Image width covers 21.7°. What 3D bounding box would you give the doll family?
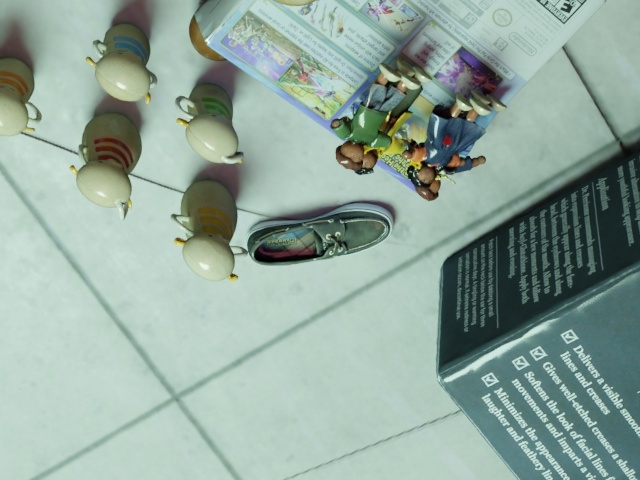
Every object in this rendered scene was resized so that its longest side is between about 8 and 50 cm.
[{"bbox_3d":[0.081,-0.088,1.437,0.193,0.076,0.111,18,112,-31],"label":"doll family"}]

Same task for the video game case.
[{"bbox_3d":[0.071,-0.201,1.438,0.269,0.061,0.244,34,108,-33],"label":"video game case"}]

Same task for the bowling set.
[{"bbox_3d":[-0.147,-0.120,1.446,0.287,0.154,0.200,30,109,-15],"label":"bowling set"}]

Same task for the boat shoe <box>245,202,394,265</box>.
[{"bbox_3d":[0.000,0.000,1.569,0.142,0.040,0.049,-9,114,1],"label":"boat shoe"}]

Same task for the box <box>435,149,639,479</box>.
[{"bbox_3d":[0.346,0.081,1.502,0.395,0.212,0.293,-30,112,20],"label":"box"}]

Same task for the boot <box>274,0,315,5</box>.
[{"bbox_3d":[-0.065,-0.234,1.329,0.112,0.305,0.115,5,116,-26],"label":"boot"}]
